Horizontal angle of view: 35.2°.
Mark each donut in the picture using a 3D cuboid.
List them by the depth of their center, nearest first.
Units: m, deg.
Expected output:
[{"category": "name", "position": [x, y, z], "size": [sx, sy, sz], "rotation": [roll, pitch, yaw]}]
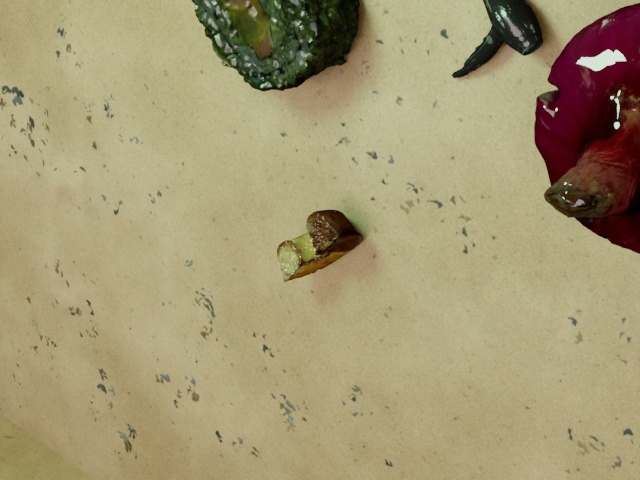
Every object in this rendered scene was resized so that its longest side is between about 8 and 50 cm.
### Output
[{"category": "donut", "position": [-0.001, 0.002, 2.152], "size": [0.217, 0.141, 0.085], "rotation": [-40, 72, 43]}]

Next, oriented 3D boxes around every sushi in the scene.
[{"category": "sushi", "position": [-0.100, -0.467, 1.997], "size": [0.352, 0.178, 0.294], "rotation": [54, 136, 3]}]

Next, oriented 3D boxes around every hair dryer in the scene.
[{"category": "hair dryer", "position": [0.286, -0.370, 1.804], "size": [0.195, 0.075, 0.219], "rotation": [60, 142, 16]}]

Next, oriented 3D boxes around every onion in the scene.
[{"category": "onion", "position": [0.480, -0.139, 1.490], "size": [0.398, 0.420, 0.398], "rotation": [15, 120, 28]}]
